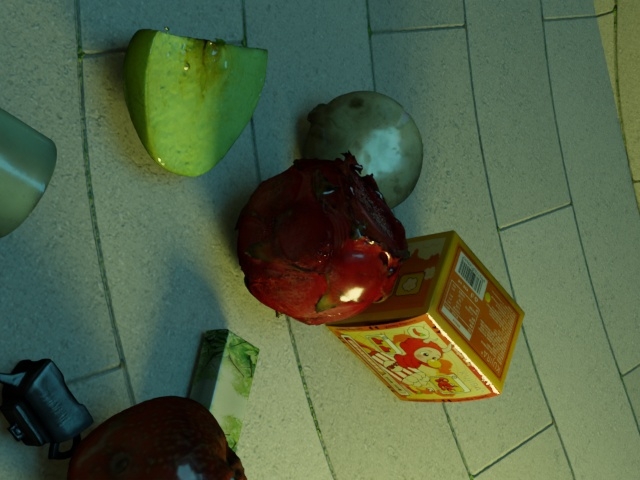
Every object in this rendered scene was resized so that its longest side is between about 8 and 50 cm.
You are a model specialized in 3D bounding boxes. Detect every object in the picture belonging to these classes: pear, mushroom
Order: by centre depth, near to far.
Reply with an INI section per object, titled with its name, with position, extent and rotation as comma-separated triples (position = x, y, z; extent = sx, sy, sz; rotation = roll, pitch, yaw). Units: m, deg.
[pear]
position = -0.234, -0.229, 1.879
extent = 0.288, 0.139, 0.239
rotation = -3, 99, -54
[mushroom]
position = 0.081, -0.175, 2.186
extent = 0.184, 0.255, 0.255
rotation = -146, -137, -86

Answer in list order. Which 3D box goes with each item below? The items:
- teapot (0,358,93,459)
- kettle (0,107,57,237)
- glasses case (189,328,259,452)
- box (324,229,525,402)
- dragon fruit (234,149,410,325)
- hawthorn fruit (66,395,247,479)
[teapot]
position = -0.408, 0.246, 1.603
extent = 0.096, 0.087, 0.177
rotation = -47, 117, -39
[kettle]
position = -0.513, -0.148, 1.528
extent = 0.255, 0.165, 0.240
rotation = 33, 29, -36
[glasses case]
position = -0.179, 0.291, 1.877
extent = 0.095, 0.062, 0.272
rotation = 40, 54, -45
[box]
position = 0.207, 0.160, 2.204
extent = 0.283, 0.259, 0.214
rotation = 47, 49, -32
[dragon fruit]
position = 0.000, 0.000, 1.972
extent = 0.295, 0.302, 0.295
rotation = 24, 58, -44
[hawthorn fruit]
position = -0.245, 0.374, 1.627
extent = 0.300, 0.275, 0.275
rotation = -24, 101, -22
